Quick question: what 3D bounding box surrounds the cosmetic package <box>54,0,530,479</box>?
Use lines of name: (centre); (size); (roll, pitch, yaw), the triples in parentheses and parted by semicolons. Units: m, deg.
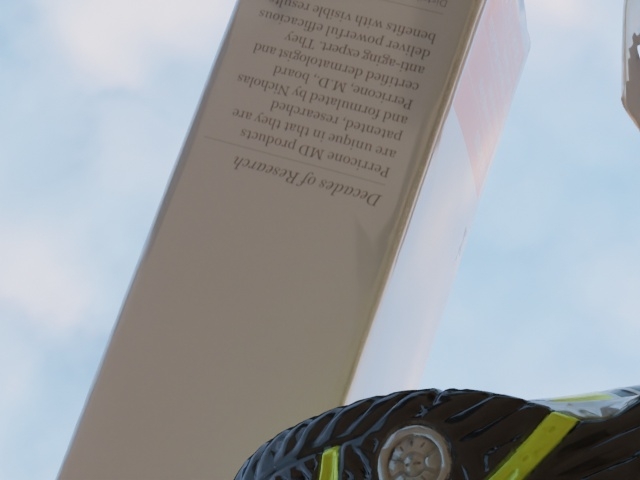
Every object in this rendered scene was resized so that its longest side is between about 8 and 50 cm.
cosmetic package: (0.000, 0.000, 0.984); (0.162, 0.230, 0.453); (16, -103, 15)

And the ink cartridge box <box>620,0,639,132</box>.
ink cartridge box: (0.384, -0.072, 1.170); (0.353, 0.119, 0.207); (44, -143, -27)

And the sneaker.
sneaker: (0.129, 0.141, 0.691); (0.147, 0.385, 0.145); (36, -132, -56)
